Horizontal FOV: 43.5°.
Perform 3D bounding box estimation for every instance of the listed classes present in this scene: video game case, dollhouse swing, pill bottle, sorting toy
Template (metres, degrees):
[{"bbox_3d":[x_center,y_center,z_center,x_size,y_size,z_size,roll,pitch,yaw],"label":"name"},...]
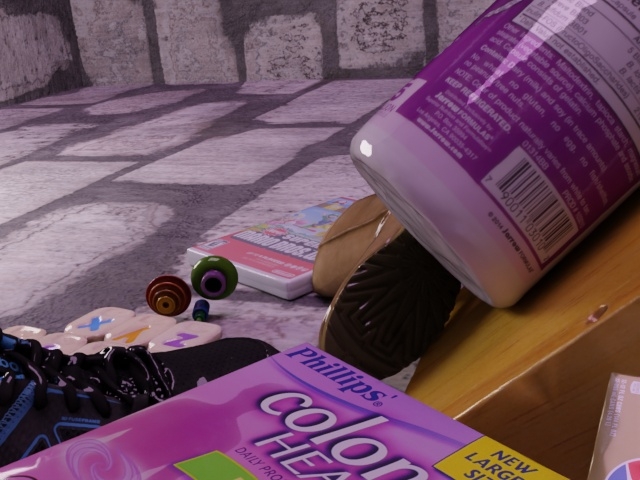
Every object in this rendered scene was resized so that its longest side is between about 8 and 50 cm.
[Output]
[{"bbox_3d":[0.000,0.000,1.048,0.285,0.025,0.204,-20,24,-39],"label":"video game case"},{"bbox_3d":[0.288,0.111,0.597,0.315,0.305,0.347,-43,2,27],"label":"dollhouse swing"},{"bbox_3d":[0.180,-0.109,0.573,0.301,0.169,0.169,-43,24,-1],"label":"pill bottle"},{"bbox_3d":[-0.135,0.059,0.851,0.102,0.061,0.042,-20,19,3],"label":"sorting toy"}]

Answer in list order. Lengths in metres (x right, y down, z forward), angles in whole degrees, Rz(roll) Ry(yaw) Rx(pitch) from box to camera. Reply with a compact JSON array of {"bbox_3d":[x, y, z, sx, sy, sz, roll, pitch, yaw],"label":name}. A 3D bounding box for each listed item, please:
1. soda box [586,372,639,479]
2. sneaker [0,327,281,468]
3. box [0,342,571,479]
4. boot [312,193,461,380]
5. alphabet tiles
[{"bbox_3d":[0.144,0.156,0.361,0.058,0.061,0.181,6,55,29],"label":"soda box"},{"bbox_3d":[-0.166,0.123,0.523,0.341,0.139,0.125,-17,35,-26],"label":"sneaker"},{"bbox_3d":[-0.035,0.172,0.404,0.243,0.117,0.213,-17,22,-33],"label":"box"},{"bbox_3d":[0.047,0.034,0.783,0.236,0.089,0.269,-49,10,-18],"label":"boot"},{"bbox_3d":[-0.232,0.130,0.728,0.284,0.021,0.278,6,21,29],"label":"alphabet tiles"}]
